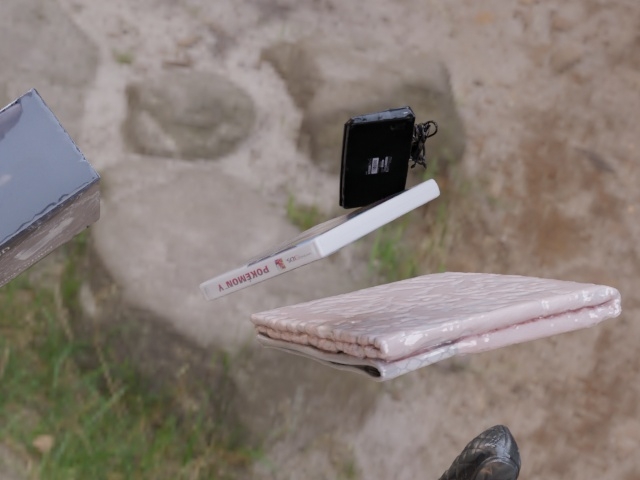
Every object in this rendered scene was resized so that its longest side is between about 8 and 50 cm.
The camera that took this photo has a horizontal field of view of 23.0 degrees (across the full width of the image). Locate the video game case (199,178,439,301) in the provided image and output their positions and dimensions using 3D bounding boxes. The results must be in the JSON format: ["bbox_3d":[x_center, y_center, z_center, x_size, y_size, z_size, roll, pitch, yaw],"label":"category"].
[{"bbox_3d":[0.000,0.000,1.621,0.201,0.183,0.023,-27,94,-46],"label":"video game case"}]

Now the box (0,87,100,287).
[{"bbox_3d":[-0.263,-0.024,1.254,0.156,0.158,0.093,-37,86,-13],"label":"box"}]

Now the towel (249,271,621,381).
[{"bbox_3d":[0.125,0.090,1.810,0.317,0.053,0.332,-12,8,-26],"label":"towel"}]

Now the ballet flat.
[{"bbox_3d":[0.111,0.222,1.334,0.057,0.173,0.049,35,31,-14],"label":"ballet flat"}]

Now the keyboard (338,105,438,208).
[{"bbox_3d":[0.068,-0.096,1.679,0.100,0.192,0.038,-7,65,-5],"label":"keyboard"}]
